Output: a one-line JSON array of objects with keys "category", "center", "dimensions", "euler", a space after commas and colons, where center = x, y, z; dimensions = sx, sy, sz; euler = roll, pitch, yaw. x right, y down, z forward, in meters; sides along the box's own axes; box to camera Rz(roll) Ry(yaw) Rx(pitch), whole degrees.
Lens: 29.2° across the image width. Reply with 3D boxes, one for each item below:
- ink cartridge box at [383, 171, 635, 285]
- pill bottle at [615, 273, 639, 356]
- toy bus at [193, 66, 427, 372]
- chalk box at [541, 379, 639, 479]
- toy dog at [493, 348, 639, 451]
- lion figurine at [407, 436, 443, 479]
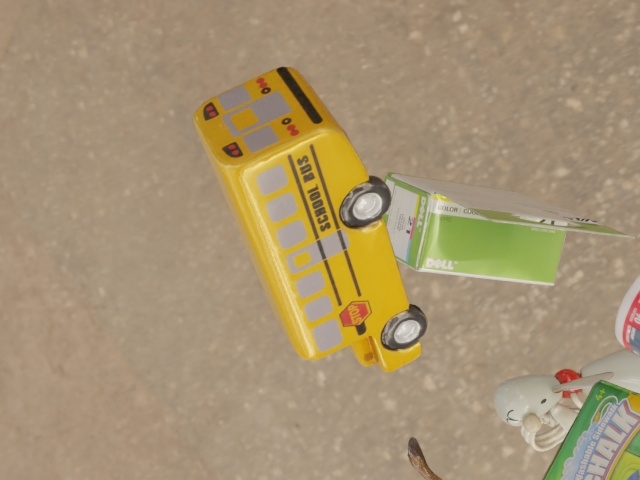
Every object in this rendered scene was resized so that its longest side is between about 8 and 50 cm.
[{"category": "ink cartridge box", "center": [0.198, 0.000, 1.393], "dimensions": [0.255, 0.189, 0.097], "euler": [-148, 67, -65]}, {"category": "pill bottle", "center": [0.391, 0.101, 1.200], "dimensions": [0.180, 0.108, 0.108], "euler": [35, 126, 39]}, {"category": "toy bus", "center": [0.000, 0.000, 1.146], "dimensions": [0.108, 0.130, 0.332], "euler": [56, 170, 45]}, {"category": "chalk box", "center": [0.213, 0.176, 0.736], "dimensions": [0.132, 0.132, 0.213], "euler": [-62, 26, -6]}, {"category": "toy dog", "center": [0.445, 0.242, 1.822], "dimensions": [0.220, 0.334, 0.161], "euler": [56, -173, -42]}, {"category": "lion figurine", "center": [0.184, 0.386, 1.286], "dimensions": [0.240, 0.392, 0.142], "euler": [10, 137, -1]}]
